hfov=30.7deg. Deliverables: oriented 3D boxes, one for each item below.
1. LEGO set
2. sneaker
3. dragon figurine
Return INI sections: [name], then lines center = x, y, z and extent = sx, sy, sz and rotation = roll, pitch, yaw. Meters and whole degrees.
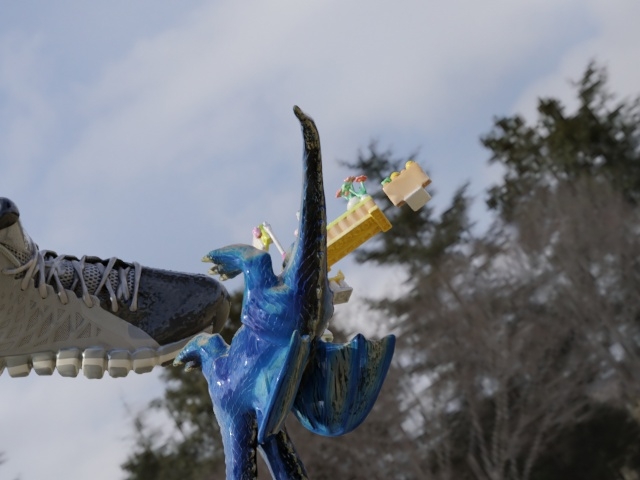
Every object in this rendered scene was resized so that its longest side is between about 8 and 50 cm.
[LEGO set]
center = 0.000, 0.000, 1.306
extent = 0.132, 0.107, 0.287
rotation = 2, -48, -39
[sneaker]
center = -0.180, 0.027, 0.810
extent = 0.229, 0.086, 0.132
rotation = -9, -53, -7
[dragon figurine]
center = -0.015, 0.071, 0.710
extent = 0.085, 0.144, 0.289
rotation = 4, -57, -37
